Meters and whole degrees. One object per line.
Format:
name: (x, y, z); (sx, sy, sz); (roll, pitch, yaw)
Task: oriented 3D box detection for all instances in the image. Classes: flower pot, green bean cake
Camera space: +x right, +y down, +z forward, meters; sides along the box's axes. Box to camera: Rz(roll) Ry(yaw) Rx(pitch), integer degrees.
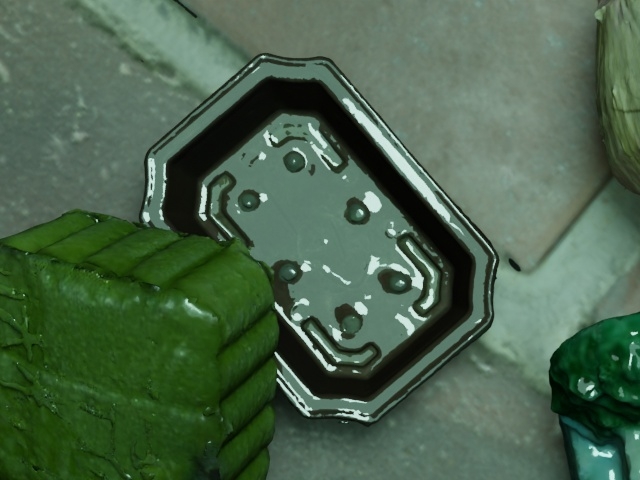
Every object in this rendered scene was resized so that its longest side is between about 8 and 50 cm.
flower pot: (0.000, 0.000, 1.047); (0.179, 0.084, 0.251); (-40, 85, 0)
green bean cake: (-0.135, 0.091, 0.990); (0.214, 0.113, 0.200); (13, 115, 24)

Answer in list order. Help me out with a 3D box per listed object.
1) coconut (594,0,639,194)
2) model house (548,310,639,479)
coconut: (0.306, -0.132, 0.934); (0.254, 0.297, 0.297); (25, 88, 4)
model house: (0.299, 0.187, 0.906); (0.280, 0.230, 0.249); (-9, 61, 5)
